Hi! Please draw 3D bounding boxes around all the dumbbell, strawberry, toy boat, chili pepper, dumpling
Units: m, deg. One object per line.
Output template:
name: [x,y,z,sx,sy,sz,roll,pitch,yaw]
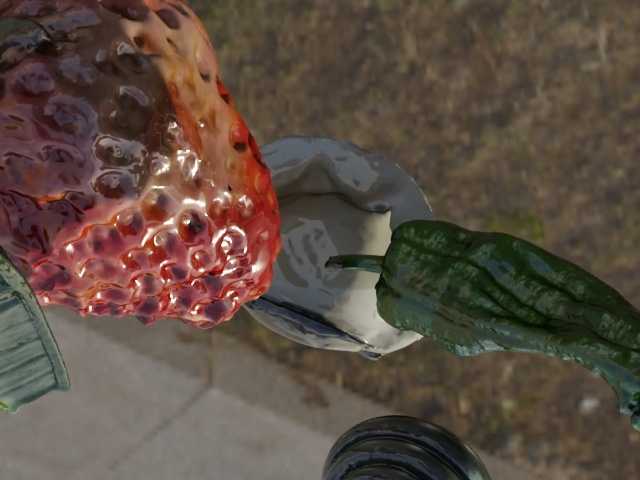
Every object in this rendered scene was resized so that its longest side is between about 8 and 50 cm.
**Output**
dumbbell: [0.032,0.298,1.622,0.179,0.406,0.179,9,116,19]
strawberry: [-0.127,-0.067,1.412,0.149,0.265,0.336,-16,138,34]
toy boat: [-0.221,0.031,1.097,0.093,0.055,0.293,-23,155,2]
chili pepper: [0.125,0.047,1.108,0.257,0.100,0.074,19,134,35]
dumpling: [-0.006,0.009,1.973,0.293,0.163,0.204,28,112,5]
